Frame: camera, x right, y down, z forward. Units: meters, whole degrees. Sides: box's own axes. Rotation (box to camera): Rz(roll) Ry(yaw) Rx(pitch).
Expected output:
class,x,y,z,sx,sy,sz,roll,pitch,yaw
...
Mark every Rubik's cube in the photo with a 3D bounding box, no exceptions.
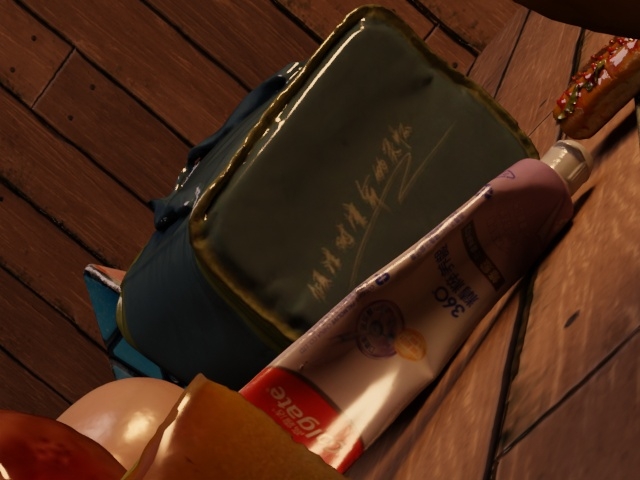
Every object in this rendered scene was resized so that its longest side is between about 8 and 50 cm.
class,x,y,z,sx,sy,sz,roll,pitch,yaw
Rubik's cube,-0.122,0.149,1.415,0.228,0.233,0.228,-13,54,8

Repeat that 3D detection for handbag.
class,x,y,z,sx,sy,sz,roll,pitch,yaw
handbag,0.000,0.000,0.898,0.263,0.222,0.241,-53,9,-23

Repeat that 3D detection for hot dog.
class,x,y,z,sx,sy,sz,roll,pitch,yaw
hot dog,0.207,-0.122,0.827,0.144,0.038,0.062,-47,4,39

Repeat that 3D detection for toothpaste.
class,x,y,z,sx,sy,sz,roll,pitch,yaw
toothpaste,0.066,0.034,0.740,0.301,0.075,0.048,-42,7,-27

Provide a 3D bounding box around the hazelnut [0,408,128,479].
class,x,y,z,sx,sy,sz,roll,pitch,yaw
hazelnut,-0.158,0.197,0.550,0.241,0.261,0.261,13,56,45

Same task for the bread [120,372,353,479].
class,x,y,z,sx,sy,sz,roll,pitch,yaw
bread,-0.083,0.211,0.362,0.361,0.138,0.077,-53,3,-41

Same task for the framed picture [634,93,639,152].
class,x,y,z,sx,sy,sz,roll,pitch,yaw
framed picture,0.258,-0.138,0.772,0.173,0.010,0.231,-49,4,22

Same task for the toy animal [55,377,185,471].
class,x,y,z,sx,sy,sz,roll,pitch,yaw
toy animal,-0.211,0.252,1.122,0.326,0.237,0.269,-49,-8,-29

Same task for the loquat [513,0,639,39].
class,x,y,z,sx,sy,sz,roll,pitch,yaw
loquat,0.162,-0.198,0.447,0.328,0.328,0.359,142,125,-72
